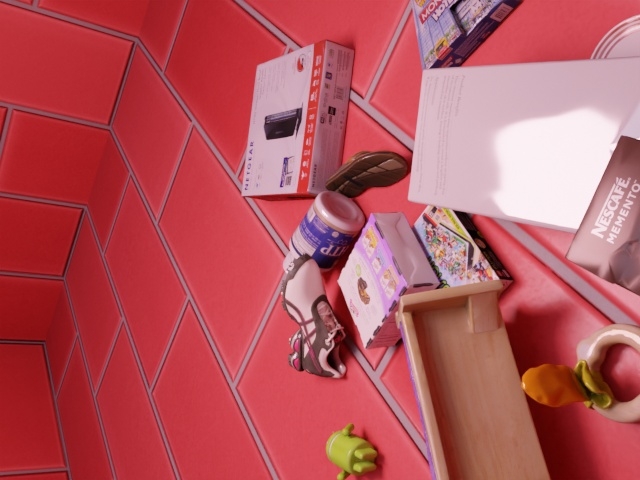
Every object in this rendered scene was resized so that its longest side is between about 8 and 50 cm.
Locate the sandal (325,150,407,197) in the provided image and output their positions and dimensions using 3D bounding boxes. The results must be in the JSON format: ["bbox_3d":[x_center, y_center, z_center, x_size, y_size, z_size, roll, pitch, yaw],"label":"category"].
[{"bbox_3d":[0.089,-0.141,1.331,0.219,0.090,0.060,-24,41,58],"label":"sandal"}]

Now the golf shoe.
[{"bbox_3d":[-0.003,0.151,1.329,0.120,0.105,0.273,16,125,35],"label":"golf shoe"}]

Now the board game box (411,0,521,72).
[{"bbox_3d":[0.235,-0.422,1.184,0.194,0.060,0.194,-45,49,41],"label":"board game box"}]

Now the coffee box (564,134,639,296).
[{"bbox_3d":[0.394,-0.012,0.702,0.098,0.246,0.141,39,114,51],"label":"coffee box"}]

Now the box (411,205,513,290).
[{"bbox_3d":[0.226,0.028,1.119,0.114,0.036,0.207,-57,42,32],"label":"box"}]

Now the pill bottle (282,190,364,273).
[{"bbox_3d":[0.000,0.000,1.382,0.187,0.112,0.112,-56,42,32],"label":"pill bottle"}]

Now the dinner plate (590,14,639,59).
[{"bbox_3d":[0.427,-0.235,0.906,0.141,0.017,0.141,-17,69,52],"label":"dinner plate"}]

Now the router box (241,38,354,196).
[{"bbox_3d":[-0.060,-0.261,1.550,0.301,0.082,0.335,2,84,55],"label":"router box"}]

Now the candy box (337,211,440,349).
[{"bbox_3d":[0.115,0.074,1.204,0.196,0.070,0.165,115,143,-44],"label":"candy box"}]

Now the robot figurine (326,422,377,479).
[{"bbox_3d":[0.056,0.398,1.254,0.115,0.067,0.101,8,96,55],"label":"robot figurine"}]

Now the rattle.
[{"bbox_3d":[0.370,0.150,0.804,0.199,0.142,0.130,-19,49,59],"label":"rattle"}]

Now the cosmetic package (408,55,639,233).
[{"bbox_3d":[0.308,-0.129,0.919,0.385,0.156,0.217,20,107,53],"label":"cosmetic package"}]

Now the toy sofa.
[{"bbox_3d":[0.212,0.252,0.927,0.177,0.150,0.362,82,178,-65],"label":"toy sofa"}]
